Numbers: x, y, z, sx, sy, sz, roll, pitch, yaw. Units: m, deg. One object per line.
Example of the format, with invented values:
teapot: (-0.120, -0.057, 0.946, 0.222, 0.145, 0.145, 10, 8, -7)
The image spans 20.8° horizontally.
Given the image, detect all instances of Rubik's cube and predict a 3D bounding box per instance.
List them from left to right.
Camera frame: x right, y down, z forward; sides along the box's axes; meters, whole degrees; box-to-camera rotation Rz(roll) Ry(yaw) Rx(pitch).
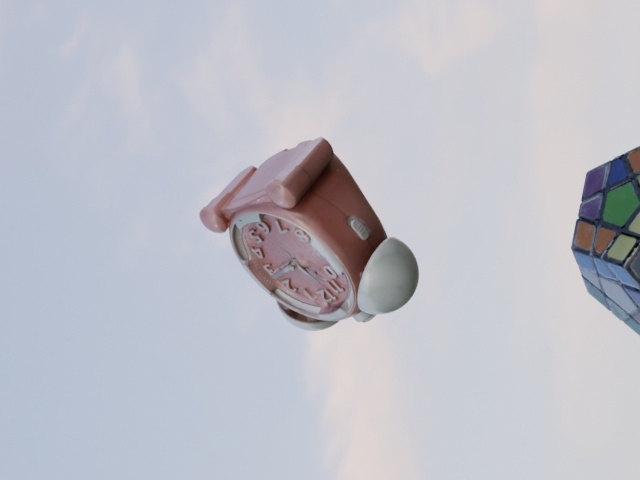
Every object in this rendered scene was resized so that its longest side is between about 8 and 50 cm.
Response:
Rubik's cube: (0.180, -0.003, 0.876, 0.093, 0.111, 0.111, -82, -5, -72)

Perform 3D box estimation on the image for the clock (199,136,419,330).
clock: (0.000, 0.000, 1.490, 0.162, 0.166, 0.093, 52, -124, -14)
